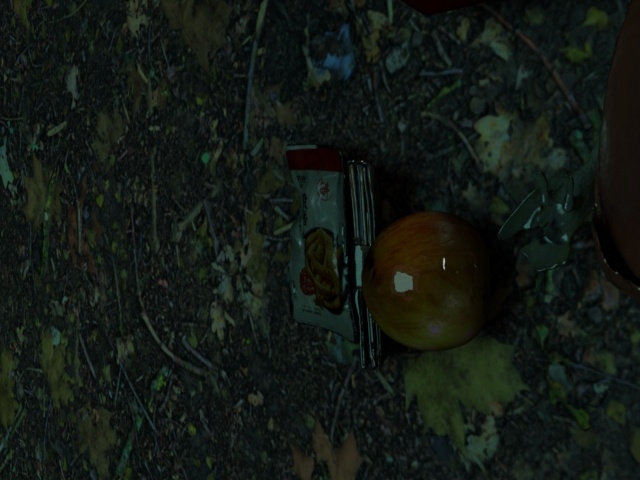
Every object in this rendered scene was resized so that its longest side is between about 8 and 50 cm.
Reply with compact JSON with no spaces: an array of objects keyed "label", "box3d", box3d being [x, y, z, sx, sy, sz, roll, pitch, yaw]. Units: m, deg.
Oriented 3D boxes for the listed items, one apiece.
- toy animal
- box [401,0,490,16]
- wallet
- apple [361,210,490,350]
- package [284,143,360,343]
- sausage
[{"label":"toy animal","box3d":[0.239,-0.048,0.863,0.219,0.095,0.155,19,112,47]},{"label":"box","box3d":[0.201,-0.330,0.850,0.313,0.089,0.197,1,74,51]},{"label":"wallet","box3d":[0.053,0.026,1.084,0.042,0.124,0.230,-1,90,8]},{"label":"apple","box3d":[0.107,0.041,0.985,0.146,0.146,0.146,6,98,50]},{"label":"package","box3d":[0.000,0.000,1.190,0.154,0.030,0.239,13,107,58]},{"label":"sausage","box3d":[0.293,-0.085,0.741,0.152,0.152,0.279,4,86,50]}]
